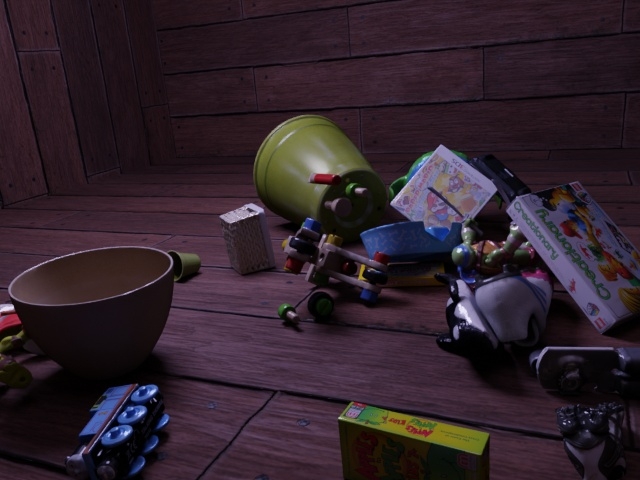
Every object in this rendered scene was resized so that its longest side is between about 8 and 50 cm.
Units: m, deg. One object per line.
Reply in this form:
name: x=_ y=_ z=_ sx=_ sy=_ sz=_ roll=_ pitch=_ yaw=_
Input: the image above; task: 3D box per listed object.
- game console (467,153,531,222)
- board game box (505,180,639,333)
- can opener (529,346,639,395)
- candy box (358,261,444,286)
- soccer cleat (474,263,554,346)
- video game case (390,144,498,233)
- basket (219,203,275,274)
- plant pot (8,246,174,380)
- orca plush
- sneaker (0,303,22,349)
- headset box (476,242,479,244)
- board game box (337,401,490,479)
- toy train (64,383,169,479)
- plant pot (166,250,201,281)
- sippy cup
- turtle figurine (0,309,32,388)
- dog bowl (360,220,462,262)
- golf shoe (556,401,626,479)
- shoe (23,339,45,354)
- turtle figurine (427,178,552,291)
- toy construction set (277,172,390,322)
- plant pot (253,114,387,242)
game console: x=0.577 y=-0.130 z=1.665 sx=0.213 sy=0.044 sz=0.361 roll=-16 pitch=54 yaw=-32
board game box: x=0.537 y=0.022 z=1.165 sx=0.192 sy=0.053 sz=0.305 roll=-15 pitch=59 yaw=-28
can opener: x=0.475 y=0.190 z=0.899 sx=0.283 sy=0.076 sz=0.095 roll=-1 pitch=18 yaw=8
candy box: x=0.198 y=0.083 z=1.411 sx=0.205 sy=0.027 sz=0.105 roll=-2 pitch=19 yaw=10
soccer cleat: x=0.377 y=0.130 z=1.101 sx=0.116 sy=0.143 sz=0.331 roll=-23 pitch=-16 yaw=30
video game case: x=0.345 y=-0.122 z=1.616 sx=0.206 sy=0.227 sz=0.026 roll=40 pitch=-3 yaw=14
basket: x=-0.200 y=-0.003 z=1.574 sx=0.103 sy=0.167 sz=0.113 roll=-17 pitch=20 yaw=-22
plant pot: x=-0.408 y=0.147 z=1.089 sx=0.283 sy=0.191 sz=0.284 roll=-4 pitch=19 yaw=1
orca plush: x=0.243 y=0.144 z=1.073 sx=0.102 sy=0.151 sz=0.287 roll=-37 pitch=24 yaw=13
sneaker: x=-0.608 y=0.179 z=1.260 sx=0.118 sy=0.107 sz=0.279 roll=29 pitch=37 yaw=30
headset box: x=0.424 y=0.032 z=1.501 sx=0.062 sy=0.032 sz=0.083 roll=2 pitch=17 yaw=22
board game box: x=0.114 y=0.268 z=0.718 sx=0.181 sy=0.092 sz=0.043 roll=5 pitch=21 yaw=29
toy train: x=-0.292 y=0.279 z=0.839 sx=0.105 sy=0.080 sz=0.184 roll=-12 pitch=18 yaw=10
plant pot: x=-0.369 y=0.065 z=1.566 sx=0.083 sy=0.083 sz=0.079 roll=7 pitch=8 yaw=35
sippy cup: x=0.379 y=-0.131 z=1.761 sx=0.305 sy=0.240 sz=0.224 roll=-32 pitch=20 yaw=20
turtle figurine: x=-0.609 y=0.237 z=1.043 sx=0.269 sy=0.087 sz=0.217 roll=-32 pitch=32 yaw=-26
dog bowl: x=0.230 y=0.008 z=1.426 sx=0.297 sy=0.074 sz=0.166 roll=1 pitch=-13 yaw=-42
golf shoe: x=0.349 y=0.258 z=0.741 sx=0.077 sy=0.094 sz=0.198 roll=-17 pitch=-16 yaw=33
shoe: x=-0.524 y=0.191 z=1.215 sx=0.177 sy=0.064 sz=0.081 roll=-4 pitch=15 yaw=-15
turtle figurine: x=0.421 y=-0.022 z=1.335 sx=0.266 sy=0.275 sz=0.198 roll=10 pitch=-28 yaw=-31
toy construction set: x=0.000 y=0.000 z=1.320 sx=0.257 sy=0.309 sz=0.237 roll=-4 pitch=10 yaw=-25
plant pot: x=0.022 y=-0.168 z=1.821 sx=0.366 sy=0.367 sz=0.353 roll=-13 pitch=31 yaw=-23
